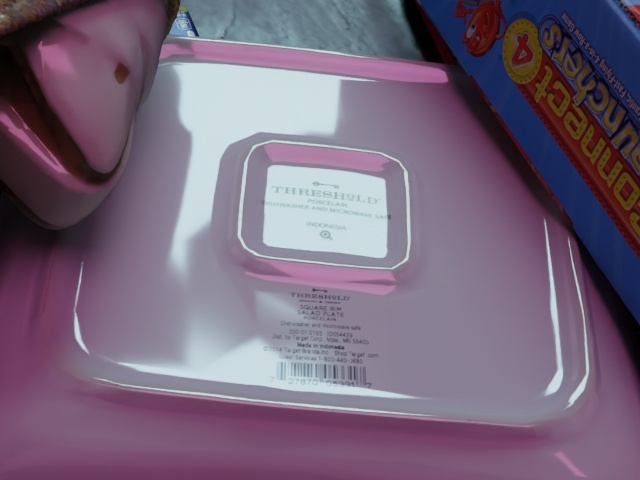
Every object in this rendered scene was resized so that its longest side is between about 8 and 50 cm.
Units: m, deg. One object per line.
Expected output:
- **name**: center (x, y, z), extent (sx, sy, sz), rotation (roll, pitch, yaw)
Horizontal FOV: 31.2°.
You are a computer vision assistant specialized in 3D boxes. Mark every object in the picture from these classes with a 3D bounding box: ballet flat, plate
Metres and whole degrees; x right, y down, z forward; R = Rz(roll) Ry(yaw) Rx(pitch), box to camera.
- **ballet flat**: center (-0.134, -0.035, 0.379), extent (0.123, 0.123, 0.348), rotation (36, 43, 15)
- **plate**: center (0.000, 0.000, 0.469), extent (0.277, 0.045, 0.278), rotation (6, 46, -5)

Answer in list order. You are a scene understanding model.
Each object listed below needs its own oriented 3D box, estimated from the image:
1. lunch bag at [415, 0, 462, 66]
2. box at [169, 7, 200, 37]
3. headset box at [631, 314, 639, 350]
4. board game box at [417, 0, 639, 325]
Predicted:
- **lunch bag**: center (0.216, -0.142, 0.716), extent (0.293, 0.120, 0.258), rotation (-1, 50, -20)
- **box**: center (-0.143, -0.079, 0.587), extent (0.169, 0.054, 0.059), rotation (-7, 51, -24)
- **headset box**: center (0.314, 0.042, 0.585), extent (0.293, 0.110, 0.218), rotation (-20, 58, -32)
- **board game box**: center (0.215, -0.103, 0.537), extent (0.308, 0.086, 0.302), rotation (-7, 52, -27)
